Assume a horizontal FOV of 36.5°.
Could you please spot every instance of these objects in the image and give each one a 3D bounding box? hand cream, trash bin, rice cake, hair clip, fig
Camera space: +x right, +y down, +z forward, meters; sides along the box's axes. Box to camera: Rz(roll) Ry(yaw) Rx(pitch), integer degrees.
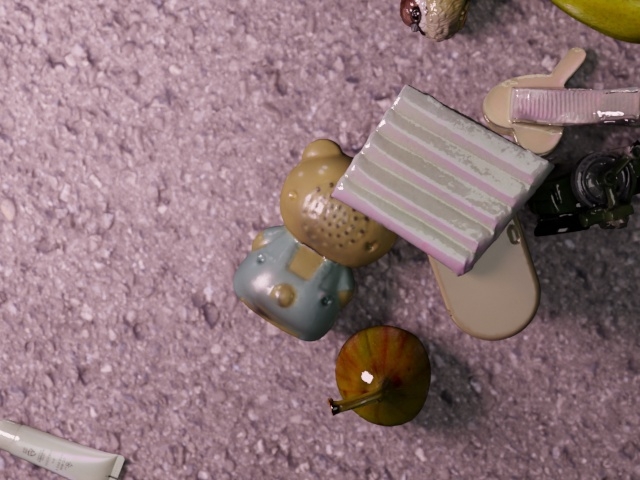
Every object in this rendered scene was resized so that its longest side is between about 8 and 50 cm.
[{"bbox_3d":[-0.414,0.338,1.527,0.204,0.050,0.078,22,97,0],"label":"hand cream"},{"bbox_3d":[0.206,-0.008,1.293,0.121,0.247,0.243,-19,95,11],"label":"trash bin"},{"bbox_3d":[0.141,-0.072,1.153,0.198,0.037,0.189,38,101,4],"label":"rice cake"},{"bbox_3d":[0.333,-0.192,1.335,0.218,0.071,0.159,2,78,20],"label":"hair clip"},{"bbox_3d":[0.088,0.189,1.369,0.147,0.186,0.142,14,82,-1],"label":"fig"}]

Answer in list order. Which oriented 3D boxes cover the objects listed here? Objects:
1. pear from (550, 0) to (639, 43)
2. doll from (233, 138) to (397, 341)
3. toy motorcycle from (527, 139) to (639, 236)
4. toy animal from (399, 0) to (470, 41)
[{"bbox_3d":[0.443,-0.371,1.263,0.292,0.159,0.293,1,99,6],"label":"pear"},{"bbox_3d":[0.000,0.000,1.368,0.177,0.161,0.261,35,103,4],"label":"doll"},{"bbox_3d":[0.412,-0.077,1.294,0.275,0.205,0.127,-17,92,-9],"label":"toy motorcycle"},{"bbox_3d":[0.164,-0.344,1.340,0.098,0.098,0.137,20,83,5],"label":"toy animal"}]
